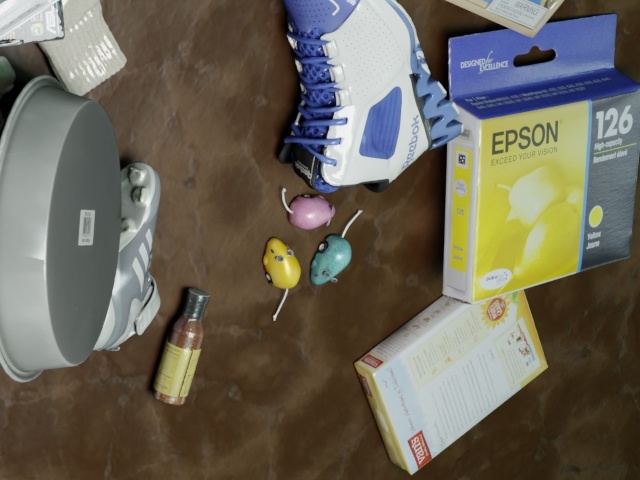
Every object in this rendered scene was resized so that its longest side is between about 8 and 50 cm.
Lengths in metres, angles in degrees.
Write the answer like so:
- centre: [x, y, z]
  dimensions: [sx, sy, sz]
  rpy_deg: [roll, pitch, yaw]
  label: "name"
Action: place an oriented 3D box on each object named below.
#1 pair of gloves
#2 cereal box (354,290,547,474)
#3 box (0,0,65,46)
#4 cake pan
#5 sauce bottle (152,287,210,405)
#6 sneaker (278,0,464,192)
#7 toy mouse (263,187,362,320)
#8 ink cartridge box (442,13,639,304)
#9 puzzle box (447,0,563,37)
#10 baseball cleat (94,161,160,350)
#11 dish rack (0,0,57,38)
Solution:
- centre: [-0.303, -0.198, 1.762]
  dimensions: [0.240, 0.042, 0.204]
  rpy_deg: [-32, 126, -25]
  label: "pair of gloves"
- centre: [0.164, 0.155, 2.279]
  dimensions: [0.240, 0.047, 0.173]
  rpy_deg: [-35, 126, -21]
  label: "cereal box"
- centre: [-0.331, -0.267, 1.674]
  dimensions: [0.184, 0.045, 0.190]
  rpy_deg: [-10, 106, -22]
  label: "box"
- centre: [-0.247, -0.009, 1.745]
  dimensions: [0.293, 0.054, 0.293]
  rpy_deg: [4, 90, -81]
  label: "cake pan"
- centre: [-0.150, 0.116, 2.020]
  dimensions: [0.042, 0.042, 0.128]
  rpy_deg: [11, 102, -40]
  label: "sauce bottle"
- centre: [0.024, -0.154, 1.980]
  dimensions: [0.182, 0.127, 0.315]
  rpy_deg: [-49, 133, -13]
  label: "sneaker"
- centre: [0.000, 0.000, 2.093]
  dimensions: [0.143, 0.031, 0.161]
  rpy_deg: [-26, 123, -27]
  label: "toy mouse"
- centre: [0.271, -0.102, 2.204]
  dimensions: [0.304, 0.072, 0.307]
  rpy_deg: [-14, 114, -40]
  label: "ink cartridge box"
- centre: [0.172, -0.388, 1.975]
  dimensions: [0.409, 0.052, 0.272]
  rpy_deg: [16, 122, -41]
  label: "puzzle box"
- centre: [-0.203, 0.017, 1.930]
  dimensions: [0.109, 0.072, 0.206]
  rpy_deg: [11, 104, -57]
  label: "baseball cleat"
- centre: [-0.287, -0.348, 1.581]
  dimensions: [0.285, 0.072, 0.333]
  rpy_deg: [-35, 119, -4]
  label: "dish rack"
